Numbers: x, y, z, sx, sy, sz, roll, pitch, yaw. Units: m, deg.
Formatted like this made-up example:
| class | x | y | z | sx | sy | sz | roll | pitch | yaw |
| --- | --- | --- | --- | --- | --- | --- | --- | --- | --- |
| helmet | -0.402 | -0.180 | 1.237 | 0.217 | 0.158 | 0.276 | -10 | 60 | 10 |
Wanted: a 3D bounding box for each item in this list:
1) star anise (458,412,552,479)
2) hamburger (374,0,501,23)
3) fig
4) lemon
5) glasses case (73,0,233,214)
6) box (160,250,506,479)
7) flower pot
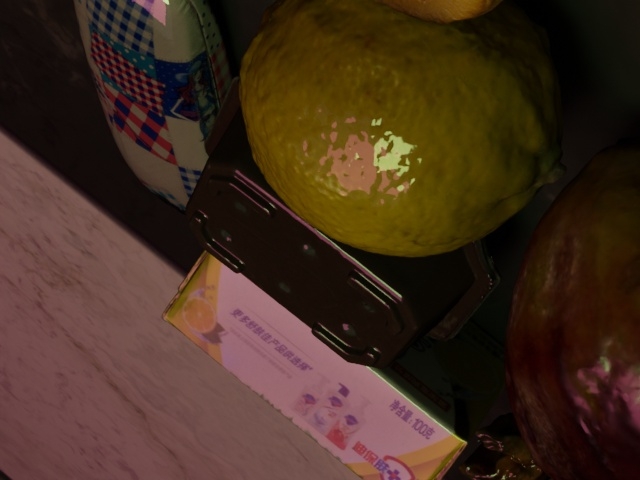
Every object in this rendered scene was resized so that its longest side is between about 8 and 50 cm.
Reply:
| class | x | y | z | sx | sy | sz | roll | pitch | yaw |
| --- | --- | --- | --- | --- | --- | --- | --- | --- | --- |
| star anise | 0.174 | 0.173 | 1.359 | 0.234 | 0.177 | 0.073 | -57 | 47 | 44 |
| hamburger | 0.062 | -0.219 | 0.958 | 0.182 | 0.118 | 0.191 | 38 | 159 | 0 |
| fig | 0.227 | 0.073 | 1.095 | 0.263 | 0.224 | 0.224 | 46 | 155 | -15 |
| lemon | 0.052 | -0.087 | 1.101 | 0.231 | 0.192 | 0.192 | 31 | 153 | 21 |
| glasses case | -0.130 | -0.127 | 1.439 | 0.125 | 0.076 | 0.327 | 29 | 153 | 23 |
| box | 0.021 | 0.083 | 1.434 | 0.265 | 0.168 | 0.097 | 39 | 120 | 6 |
| flower pot | 0.000 | 0.000 | 1.294 | 0.251 | 0.084 | 0.179 | 39 | 149 | 4 |
